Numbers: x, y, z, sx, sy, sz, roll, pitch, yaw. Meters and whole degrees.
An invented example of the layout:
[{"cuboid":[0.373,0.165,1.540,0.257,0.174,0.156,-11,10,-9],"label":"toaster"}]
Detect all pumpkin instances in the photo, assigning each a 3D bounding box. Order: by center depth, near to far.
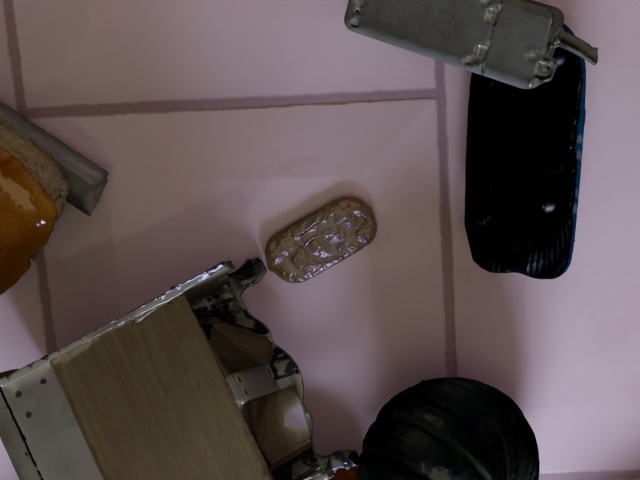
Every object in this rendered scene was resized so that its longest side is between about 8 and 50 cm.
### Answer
[{"cuboid":[0.144,0.282,1.674,0.216,0.250,0.249,2,112,44],"label":"pumpkin"}]

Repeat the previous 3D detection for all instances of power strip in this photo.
[{"cuboid":[0.169,-0.235,1.550,0.288,0.053,0.093,21,107,18],"label":"power strip"}]

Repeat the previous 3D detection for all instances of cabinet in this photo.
[{"cuboid":[-0.166,0.210,1.623,0.318,0.227,0.290,-28,83,7],"label":"cabinet"}]

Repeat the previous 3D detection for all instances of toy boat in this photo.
[{"cuboid":[0.248,-0.109,1.618,0.134,0.092,0.298,10,103,32],"label":"toy boat"}]

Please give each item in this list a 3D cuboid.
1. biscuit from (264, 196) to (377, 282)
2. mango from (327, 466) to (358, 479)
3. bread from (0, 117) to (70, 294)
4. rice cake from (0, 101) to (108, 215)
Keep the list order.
[{"cuboid":[0.000,0.000,1.697,0.147,0.018,0.071,-29,104,12],"label":"biscuit"},{"cuboid":[0.041,0.405,1.766,0.146,0.129,0.289,-25,111,8],"label":"mango"},{"cuboid":[-0.399,-0.030,1.635,0.174,0.121,0.245,38,128,-12],"label":"bread"},{"cuboid":[-0.365,-0.122,1.666,0.256,0.052,0.057,34,109,-6],"label":"rice cake"}]
